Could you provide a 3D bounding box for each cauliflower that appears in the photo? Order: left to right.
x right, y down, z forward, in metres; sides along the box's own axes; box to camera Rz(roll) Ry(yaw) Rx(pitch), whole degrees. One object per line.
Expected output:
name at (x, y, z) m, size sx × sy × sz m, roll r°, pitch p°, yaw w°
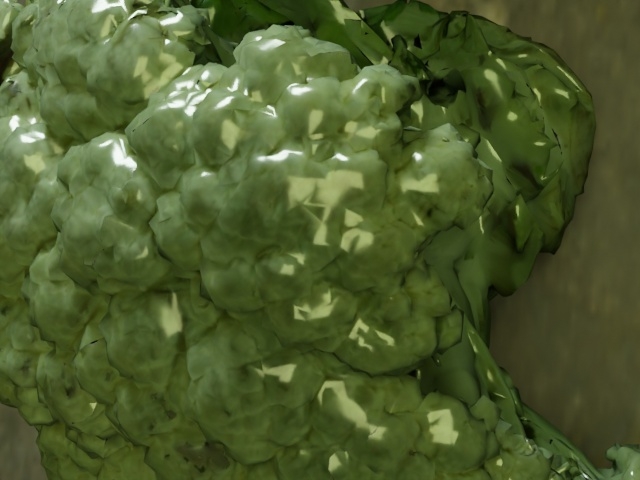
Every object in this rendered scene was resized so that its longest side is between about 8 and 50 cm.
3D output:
cauliflower at (0.000, 0.000, 0.493) m, size 0.272 × 0.275 × 0.250 m, roll 18°, pitch 46°, yaw 39°
